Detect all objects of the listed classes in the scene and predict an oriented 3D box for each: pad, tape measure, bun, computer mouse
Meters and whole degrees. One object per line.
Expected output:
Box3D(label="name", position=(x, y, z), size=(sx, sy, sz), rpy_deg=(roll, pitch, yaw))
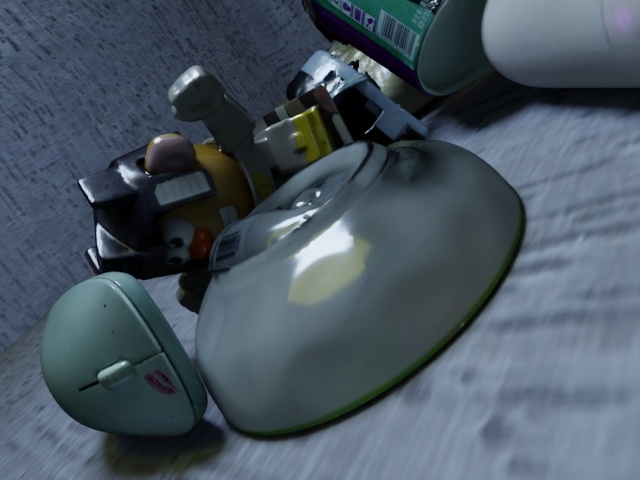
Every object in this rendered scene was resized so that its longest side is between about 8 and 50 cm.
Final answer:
Box3D(label="pad", position=(-0.006, -0.114, 0.737), size=(0.003, 0.158, 0.235), rpy_deg=(-34, 15, -18))
Box3D(label="tape measure", position=(0.045, -0.177, 0.759), size=(0.107, 0.181, 0.182), rpy_deg=(-50, 17, 9))
Box3D(label="bun", position=(0.106, -0.293, 0.965), size=(0.272, 0.168, 0.273), rpy_deg=(-28, 24, 14))
Box3D(label="computer mouse", position=(-0.208, 0.122, 0.530), size=(0.097, 0.160, 0.288), rpy_deg=(-30, 5, -30))

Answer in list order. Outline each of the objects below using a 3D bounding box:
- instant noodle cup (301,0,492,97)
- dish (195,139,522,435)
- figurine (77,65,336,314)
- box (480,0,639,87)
Box3D(label="instant noodle cup", position=(0.129, -0.308, 0.674), size=(0.251, 0.190, 0.251), rpy_deg=(-31, -27, -18))
Box3D(label="dish", position=(0.000, 0.000, 0.493), size=(0.324, 0.124, 0.324), rpy_deg=(-34, 18, 13))
Box3D(label="figurine", position=(-0.126, -0.044, 0.630), size=(0.308, 0.308, 0.143), rpy_deg=(-44, 37, -17))
Box3D(label="box", position=(0.306, -0.244, 0.462), size=(0.288, 0.141, 0.349), rpy_deg=(-36, 17, 2))
